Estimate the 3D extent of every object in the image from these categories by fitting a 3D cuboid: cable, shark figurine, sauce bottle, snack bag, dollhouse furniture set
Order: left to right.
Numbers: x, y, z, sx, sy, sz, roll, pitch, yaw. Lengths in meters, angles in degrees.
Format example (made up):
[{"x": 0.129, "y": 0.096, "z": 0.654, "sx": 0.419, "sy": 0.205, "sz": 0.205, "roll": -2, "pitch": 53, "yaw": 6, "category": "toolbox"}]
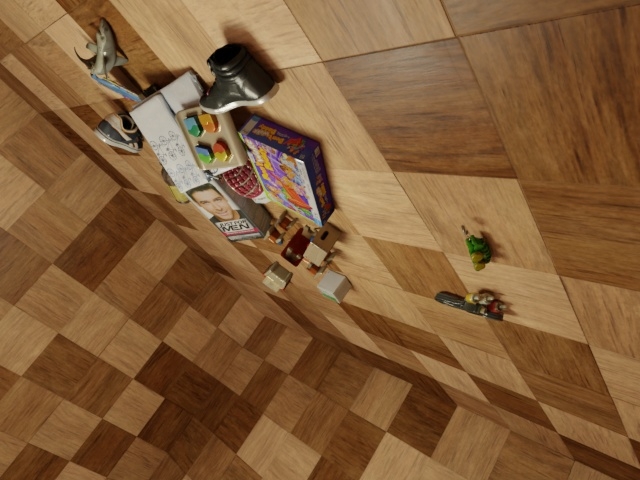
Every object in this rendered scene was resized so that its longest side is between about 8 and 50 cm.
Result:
[{"x": -0.691, "y": -0.583, "z": 1.612, "sx": 0.278, "sy": 0.116, "sz": 0.166, "roll": -5, "pitch": 103, "yaw": 51, "category": "shark figurine"}, {"x": -0.644, "y": -0.281, "z": 2.222, "sx": 0.111, "sy": 0.111, "sz": 0.344, "roll": 32, "pitch": 161, "yaw": 9, "category": "sauce bottle"}, {"x": -0.424, "y": -0.324, "z": 1.564, "sx": 0.342, "sy": 0.037, "sz": 0.323, "roll": -11, "pitch": 115, "yaw": 39, "category": "snack bag"}, {"x": -0.113, "y": 0.064, "z": 1.914, "sx": 0.262, "sy": 0.259, "sz": 0.135, "roll": 38, "pitch": 152, "yaw": -2, "category": "dollhouse furniture set"}, {"x": 0.478, "y": 0.194, "z": 1.575, "sx": 0.139, "sy": 0.072, "sz": 0.287, "roll": 22, "pitch": 177, "yaw": -13, "category": "cable"}]

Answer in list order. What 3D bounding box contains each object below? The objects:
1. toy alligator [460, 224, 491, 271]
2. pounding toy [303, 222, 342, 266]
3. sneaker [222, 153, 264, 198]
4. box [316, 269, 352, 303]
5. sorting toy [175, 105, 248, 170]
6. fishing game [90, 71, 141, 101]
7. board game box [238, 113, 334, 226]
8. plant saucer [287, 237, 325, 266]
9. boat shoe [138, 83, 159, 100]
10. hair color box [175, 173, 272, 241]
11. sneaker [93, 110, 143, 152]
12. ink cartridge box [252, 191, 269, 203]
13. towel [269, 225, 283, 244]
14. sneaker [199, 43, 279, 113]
[{"x": 0.399, "y": 0.017, "z": 1.255, "sx": 0.051, "sy": 0.056, "sz": 0.190, "roll": -19, "pitch": 136, "yaw": 14, "category": "toy alligator"}, {"x": 0.000, "y": 0.000, "z": 1.796, "sx": 0.100, "sy": 0.141, "sz": 0.130, "roll": 34, "pitch": 147, "yaw": 3, "category": "pounding toy"}, {"x": -0.293, "y": -0.272, "z": 1.656, "sx": 0.299, "sy": 0.120, "sz": 0.112, "roll": 50, "pitch": -173, "yaw": -9, "category": "sneaker"}, {"x": 0.062, "y": 0.202, "z": 2.185, "sx": 0.101, "sy": 0.102, "sz": 0.087, "roll": 21, "pitch": 155, "yaw": 39, "category": "box"}, {"x": -0.327, "y": -0.300, "z": 1.463, "sx": 0.208, "sy": 0.038, "sz": 0.193, "roll": -1, "pitch": 120, "yaw": 37, "category": "sorting toy"}, {"x": -0.716, "y": -0.545, "z": 1.753, "sx": 0.189, "sy": 0.041, "sz": 0.264, "roll": 25, "pitch": 180, "yaw": -26, "category": "fishing game"}, {"x": -0.092, "y": -0.203, "z": 1.514, "sx": 0.233, "sy": 0.078, "sz": 0.347, "roll": 28, "pitch": 160, "yaw": 22, "category": "board game box"}, {"x": -0.052, "y": 0.048, "z": 2.112, "sx": 0.199, "sy": 0.037, "sz": 0.200, "roll": 31, "pitch": 161, "yaw": 12, "category": "plant saucer"}, {"x": -0.492, "y": -0.412, "z": 1.658, "sx": 0.254, "sy": 0.079, "sz": 0.095, "roll": 45, "pitch": 174, "yaw": 3, "category": "boat shoe"}, {"x": -0.372, "y": -0.150, "z": 1.966, "sx": 0.185, "sy": 0.114, "sz": 0.374, "roll": -7, "pitch": 141, "yaw": 28, "category": "hair color box"}, {"x": -0.816, "y": -0.458, "z": 2.101, "sx": 0.126, "sy": 0.127, "sz": 0.321, "roll": 42, "pitch": -174, "yaw": -1, "category": "sneaker"}, {"x": -0.228, "y": -0.193, "z": 1.826, "sx": 0.145, "sy": 0.045, "sz": 0.179, "roll": 47, "pitch": 161, "yaw": -32, "category": "ink cartridge box"}, {"x": -0.210, "y": -0.028, "z": 2.210, "sx": 0.067, "sy": 0.029, "sz": 0.119, "roll": 23, "pitch": 157, "yaw": 34, "category": "towel"}, {"x": -0.241, "y": -0.410, "z": 1.250, "sx": 0.295, "sy": 0.105, "sz": 0.147, "roll": 6, "pitch": 144, "yaw": 45, "category": "sneaker"}]
